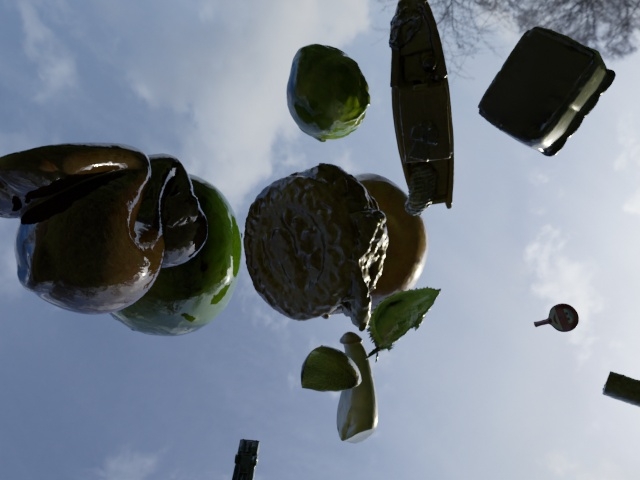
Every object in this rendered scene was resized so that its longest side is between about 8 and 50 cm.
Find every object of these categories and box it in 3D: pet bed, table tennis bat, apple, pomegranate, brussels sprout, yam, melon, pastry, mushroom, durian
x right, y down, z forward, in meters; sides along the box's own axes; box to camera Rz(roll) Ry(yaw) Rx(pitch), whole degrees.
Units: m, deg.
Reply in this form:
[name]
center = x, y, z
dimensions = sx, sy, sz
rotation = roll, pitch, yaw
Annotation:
[pet bed]
center = 0.469, -0.304, 0.939
dimensions = 0.159, 0.211, 0.183
rotation = 0, -143, -47
[table tennis bat]
center = 0.816, 0.274, 1.563
dimensions = 0.019, 0.154, 0.098
rotation = 6, -115, -38
[apple]
center = 0.114, 0.003, 1.283
dimensions = 0.400, 0.333, 0.400
rotation = 1, -104, -6
[pomegranate]
center = -0.241, 0.019, 0.860
dimensions = 0.216, 0.310, 0.358
rotation = 11, -165, 19
[brussels sprout]
center = -0.002, -0.245, 0.759
dimensions = 0.122, 0.149, 0.151
rotation = -8, -137, -34
[yam]
center = 0.765, 0.366, 1.060
dimensions = 0.169, 0.068, 0.068
rotation = 14, -134, 32
[melon]
center = 0.037, 0.297, 1.059
dimensions = 0.160, 0.128, 0.079
rotation = -3, -82, -56
[pastry]
center = 0.000, 0.000, 0.708
dimensions = 0.132, 0.235, 0.240
rotation = -11, -78, -55
[mushroom]
center = 0.091, 0.373, 1.157
dimensions = 0.103, 0.118, 0.270
rotation = -14, -124, 20
[durian]
center = 0.151, 0.163, 0.903
dimensions = 0.215, 0.100, 0.086
rotation = -40, -83, -20

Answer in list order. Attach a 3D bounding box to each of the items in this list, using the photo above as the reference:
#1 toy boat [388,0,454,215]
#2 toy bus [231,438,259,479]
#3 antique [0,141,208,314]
[toy boat]
center = 0.153, -0.189, 0.678
dimensions = 0.089, 0.321, 0.121
rotation = -5, -154, 15
[toy bus]
center = -0.151, 0.473, 0.876
dimensions = 0.047, 0.065, 0.166
rotation = 6, -147, 0
[antique]
center = -0.197, -0.015, 0.461
dimensions = 0.121, 0.257, 0.143
rotation = -27, -85, 7
